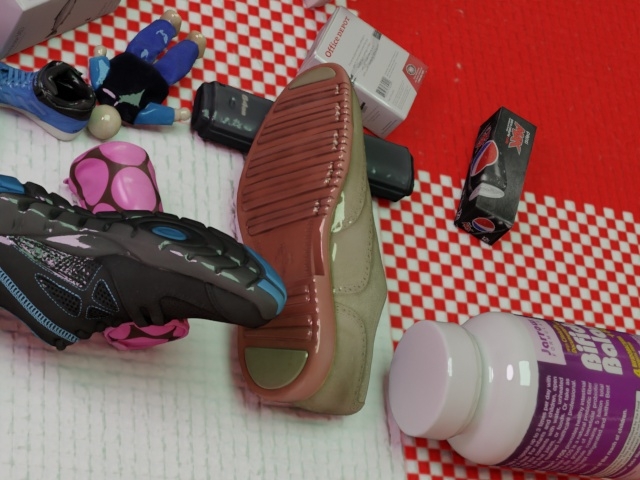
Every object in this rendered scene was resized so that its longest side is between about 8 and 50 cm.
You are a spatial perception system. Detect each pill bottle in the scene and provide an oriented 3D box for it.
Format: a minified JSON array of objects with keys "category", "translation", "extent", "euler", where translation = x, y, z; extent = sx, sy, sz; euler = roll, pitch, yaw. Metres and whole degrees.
[{"category":"pill bottle","translation":[0.233,0.168,1.687],"extent":[0.301,0.169,0.169],"euler":[10,59,-27]}]

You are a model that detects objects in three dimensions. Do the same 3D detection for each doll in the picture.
[{"category":"doll","translation":[-0.195,-0.176,1.703],"extent":[0.129,0.046,0.189],"euler":[40,51,-4]}]

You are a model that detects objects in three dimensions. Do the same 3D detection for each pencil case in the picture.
[{"category":"pencil case","translation":[-0.200,0.009,1.570],"extent":[0.095,0.098,0.209],"euler":[46,26,-66]}]

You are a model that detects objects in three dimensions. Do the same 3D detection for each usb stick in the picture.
[{"category":"usb stick","translation":[-0.016,-0.113,1.775],"extent":[0.278,0.045,0.077],"euler":[17,57,-21]}]

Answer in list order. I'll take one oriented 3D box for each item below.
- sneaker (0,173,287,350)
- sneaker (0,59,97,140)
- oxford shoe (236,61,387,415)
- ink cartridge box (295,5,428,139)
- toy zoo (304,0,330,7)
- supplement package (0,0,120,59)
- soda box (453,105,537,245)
[{"category":"sneaker","translation":[-0.201,0.039,1.469],"extent":[0.340,0.140,0.125],"euler":[15,11,8]},{"category":"sneaker","translation":[-0.305,-0.167,1.606],"extent":[0.152,0.084,0.058],"euler":[30,53,-13]},{"category":"oxford shoe","translation":[0.000,0.000,1.675],"extent":[0.146,0.140,0.397],"euler":[30,59,-46]},{"category":"ink cartridge box","translation":[0.050,-0.203,1.857],"extent":[0.135,0.056,0.099],"euler":[34,51,-11]},{"category":"toy zoo","translation":[-0.004,-0.418,1.859],"extent":[0.030,0.192,0.293],"euler":[-16,72,-36]},{"category":"supplement package","translation":[-0.297,-0.289,1.666],"extent":[0.179,0.105,0.105],"euler":[-32,83,-38]},{"category":"soda box","translation":[0.216,-0.081,1.891],"extent":[0.060,0.053,0.169],"euler":[29,52,-14]}]
